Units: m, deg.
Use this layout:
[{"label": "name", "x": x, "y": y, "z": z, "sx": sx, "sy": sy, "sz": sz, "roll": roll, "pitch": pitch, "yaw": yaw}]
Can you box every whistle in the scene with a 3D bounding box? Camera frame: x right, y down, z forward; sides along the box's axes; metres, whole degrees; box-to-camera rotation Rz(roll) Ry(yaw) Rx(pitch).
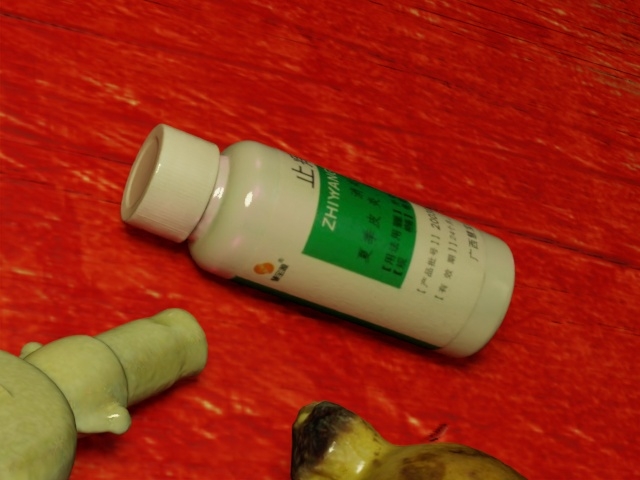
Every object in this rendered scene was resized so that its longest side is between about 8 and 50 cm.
[{"label": "whistle", "x": -0.157, "y": 0.088, "z": 0.713, "sx": 0.126, "sy": 0.067, "sz": 0.258, "roll": 34, "pitch": 30, "yaw": 26}]

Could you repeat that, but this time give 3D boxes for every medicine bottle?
[{"label": "medicine bottle", "x": 0.000, "y": 0.000, "z": 0.884, "sx": 0.260, "sy": 0.095, "sz": 0.095, "roll": 19, "pitch": 48, "yaw": -22}]

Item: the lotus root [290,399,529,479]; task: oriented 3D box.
[{"label": "lotus root", "x": 0.084, "y": 0.215, "z": 0.718, "sx": 0.141, "sy": 0.169, "sz": 0.314, "roll": -7, "pitch": 60, "yaw": -52}]
